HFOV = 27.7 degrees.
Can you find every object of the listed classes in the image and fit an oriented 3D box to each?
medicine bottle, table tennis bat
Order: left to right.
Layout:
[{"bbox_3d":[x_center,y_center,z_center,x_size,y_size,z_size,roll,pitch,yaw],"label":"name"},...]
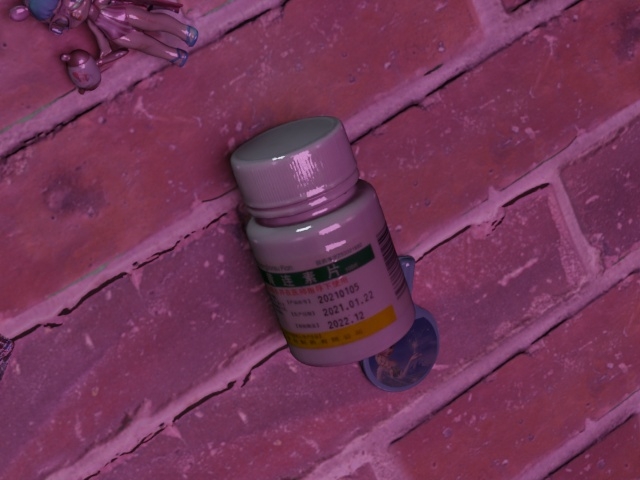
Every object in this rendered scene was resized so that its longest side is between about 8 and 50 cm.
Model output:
[{"bbox_3d":[0.000,0.000,1.962,0.208,0.208,0.339,-27,111,-18],"label":"medicine bottle"},{"bbox_3d":[0.135,0.140,2.155,0.149,0.038,0.237,-4,106,-24],"label":"table tennis bat"}]

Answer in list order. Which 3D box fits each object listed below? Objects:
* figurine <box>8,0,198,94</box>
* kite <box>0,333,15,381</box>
[{"bbox_3d":[-0.307,-0.304,1.827,0.260,0.103,0.205,17,130,-29],"label":"figurine"},{"bbox_3d":[-0.579,0.146,1.834,0.285,0.015,0.152,36,82,-30],"label":"kite"}]
